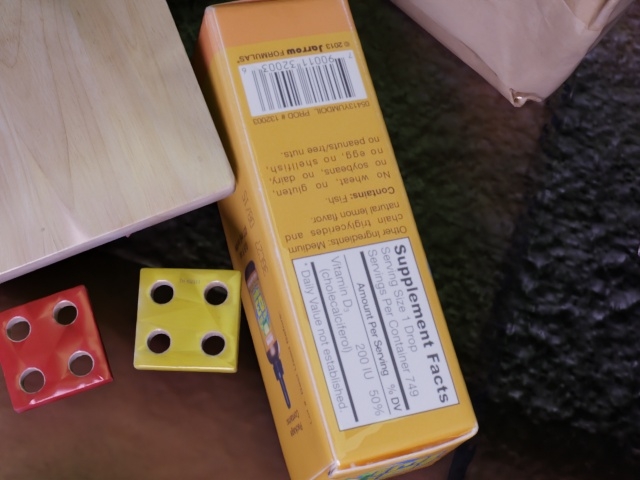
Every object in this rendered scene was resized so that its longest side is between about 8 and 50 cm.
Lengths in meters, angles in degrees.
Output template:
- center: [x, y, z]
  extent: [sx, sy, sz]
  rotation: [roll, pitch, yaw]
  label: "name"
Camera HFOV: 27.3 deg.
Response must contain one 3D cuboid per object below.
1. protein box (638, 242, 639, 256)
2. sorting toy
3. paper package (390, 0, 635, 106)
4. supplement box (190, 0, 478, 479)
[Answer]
- center: [0.305, -0.060, 0.687]
  extent: [0.199, 0.136, 0.201]
  rotation: [24, 68, -2]
  label: "protein box"
- center: [-0.119, -0.047, 0.638]
  extent: [0.132, 0.046, 0.275]
  rotation: [-21, 75, -4]
  label: "sorting toy"
- center: [0.109, -0.296, 0.720]
  extent: [0.309, 0.168, 0.325]
  rotation: [40, 69, 5]
  label: "paper package"
- center: [0.000, 0.000, 0.640]
  extent: [0.080, 0.078, 0.234]
  rotation: [-9, 73, -17]
  label: "supplement box"
